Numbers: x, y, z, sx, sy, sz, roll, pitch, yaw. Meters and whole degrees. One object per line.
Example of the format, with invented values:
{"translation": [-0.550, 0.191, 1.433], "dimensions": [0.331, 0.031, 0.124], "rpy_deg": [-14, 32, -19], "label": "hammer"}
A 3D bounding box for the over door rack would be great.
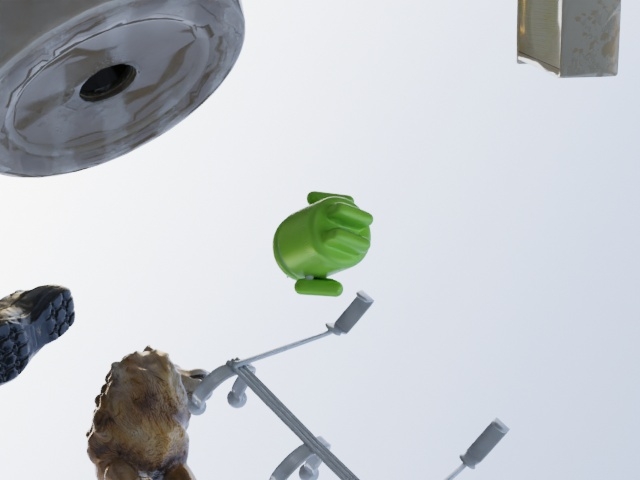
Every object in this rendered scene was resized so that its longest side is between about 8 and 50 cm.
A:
{"translation": [0.032, 0.199, 1.161], "dimensions": [0.108, 0.239, 0.324], "rpy_deg": [-54, 164, 27], "label": "over door rack"}

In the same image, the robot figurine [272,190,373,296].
{"translation": [0.000, 0.000, 1.012], "dimensions": [0.115, 0.067, 0.101], "rpy_deg": [-24, -126, 53], "label": "robot figurine"}

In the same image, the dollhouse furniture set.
{"translation": [0.468, -0.299, 1.408], "dimensions": [0.394, 0.362, 0.256], "rpy_deg": [-2, -165, -2], "label": "dollhouse furniture set"}

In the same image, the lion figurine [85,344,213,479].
{"translation": [-0.193, 0.320, 1.202], "dimensions": [0.240, 0.142, 0.392], "rpy_deg": [19, -81, 65], "label": "lion figurine"}

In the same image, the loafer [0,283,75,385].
{"translation": [-0.357, 0.108, 1.252], "dimensions": [0.078, 0.076, 0.223], "rpy_deg": [-1, -162, 18], "label": "loafer"}

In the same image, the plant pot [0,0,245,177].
{"translation": [-0.191, -0.207, 0.715], "dimensions": [0.323, 0.323, 0.280], "rpy_deg": [-33, -106, 7], "label": "plant pot"}
